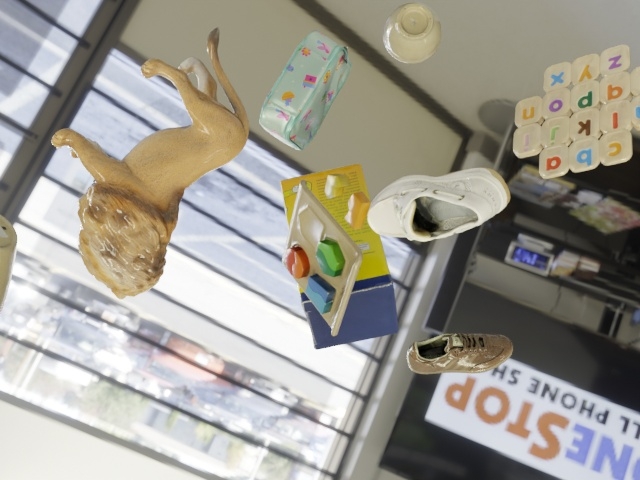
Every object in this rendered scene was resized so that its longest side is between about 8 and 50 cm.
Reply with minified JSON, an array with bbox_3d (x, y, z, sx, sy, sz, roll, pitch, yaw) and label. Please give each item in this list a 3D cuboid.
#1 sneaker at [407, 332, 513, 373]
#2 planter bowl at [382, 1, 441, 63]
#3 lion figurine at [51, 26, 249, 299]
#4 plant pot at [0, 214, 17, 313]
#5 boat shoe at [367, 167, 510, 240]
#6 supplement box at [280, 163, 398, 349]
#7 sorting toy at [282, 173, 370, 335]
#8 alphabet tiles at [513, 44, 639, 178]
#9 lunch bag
[{"bbox_3d":[0.246,0.194,1.336,0.188,0.066,0.071,-11,145,1],"label":"sneaker"},{"bbox_3d":[0.249,-0.570,2.047,0.162,0.162,0.109,23,178,5],"label":"planter bowl"},{"bbox_3d":[-0.223,-0.118,1.126,0.240,0.392,0.142,45,172,5],"label":"lion figurine"},{"bbox_3d":[-0.724,0.069,1.510,0.256,0.274,0.256,34,-159,-15],"label":"plant pot"},{"bbox_3d":[0.158,-0.045,1.189,0.277,0.096,0.098,-15,113,52],"label":"boat shoe"},{"bbox_3d":[0.039,0.032,1.707,0.195,0.356,0.194,-12,140,1],"label":"supplement box"},{"bbox_3d":[0.000,0.000,1.382,0.229,0.041,0.307,55,145,35],"label":"sorting toy"},{"bbox_3d":[0.509,-0.246,1.460,0.284,0.278,0.021,-11,144,34],"label":"alphabet tiles"},{"bbox_3d":[-0.026,-0.366,1.884,0.108,0.279,0.224,32,-179,13],"label":"lunch bag"}]
